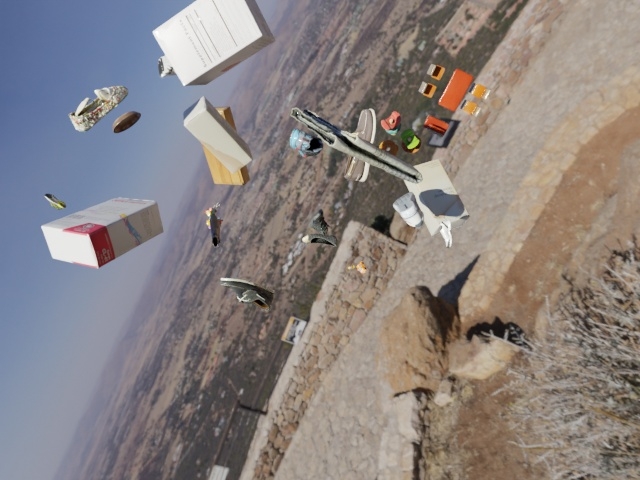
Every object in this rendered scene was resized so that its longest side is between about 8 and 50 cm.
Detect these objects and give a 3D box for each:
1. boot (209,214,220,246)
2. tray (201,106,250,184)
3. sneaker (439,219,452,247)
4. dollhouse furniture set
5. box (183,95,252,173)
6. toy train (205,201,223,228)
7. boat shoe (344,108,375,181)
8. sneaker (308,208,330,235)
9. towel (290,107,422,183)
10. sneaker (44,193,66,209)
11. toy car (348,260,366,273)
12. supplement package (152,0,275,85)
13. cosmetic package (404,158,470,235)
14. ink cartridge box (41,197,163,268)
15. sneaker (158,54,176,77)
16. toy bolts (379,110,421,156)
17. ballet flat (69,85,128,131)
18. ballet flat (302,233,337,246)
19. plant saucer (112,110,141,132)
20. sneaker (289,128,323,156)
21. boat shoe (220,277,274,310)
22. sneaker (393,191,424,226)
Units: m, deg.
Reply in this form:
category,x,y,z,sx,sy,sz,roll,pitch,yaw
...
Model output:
category,x,y,z,sx,sy,sz,roll,pitch,yaw
boot,-0.430,-0.035,1.643,0.087,0.041,0.119,-107,11,-54
tray,-0.529,-0.497,2.156,0.076,0.202,0.412,-57,-35,-48
sneaker,0.487,-0.024,1.569,0.040,0.043,0.109,-9,-87,-83
dollhouse furniture set,0.541,-0.580,1.698,0.135,0.261,0.259,-76,9,-64
box,-0.449,-0.461,1.781,0.121,0.311,0.148,-34,42,11
toy train,-0.609,-0.135,2.290,0.125,0.046,0.167,-53,-25,-48
boat shoe,0.176,-0.433,1.823,0.116,0.096,0.325,-131,47,-71
sneaker,0.008,-0.111,2.465,0.087,0.130,0.227,-52,-3,-24
towel,0.100,-0.282,1.147,0.056,0.323,0.312,-62,37,19
sneaker,-1.025,-0.145,1.546,0.035,0.083,0.031,-27,43,17
toy car,0.180,0.146,2.023,0.122,0.040,0.060,-33,66,56
supplement package,-0.319,-0.629,1.244,0.292,0.176,0.178,-24,17,16
cosmetic package,0.516,-0.195,1.812,0.113,0.160,0.310,95,154,-67
ink cartridge box,-0.747,-0.039,1.414,0.306,0.225,0.131,-44,-43,-57
sneaker,-0.720,-0.907,2.031,0.292,0.118,0.110,0,96,51
toy bolts,0.393,-0.529,2.111,0.218,0.229,0.158,-29,-13,13
ballet flat,-0.794,-0.490,1.445,0.091,0.077,0.241,24,68,28
ballet flat,0.000,0.000,1.919,0.058,0.172,0.049,112,157,-55
plant saucer,-1.011,-0.620,2.090,0.168,0.029,0.168,-36,11,8
sneaker,-0.040,-0.426,1.839,0.261,0.125,0.104,-7,-63,-67
boat shoe,-0.251,0.183,1.396,0.083,0.233,0.079,-3,66,39
sneaker,0.343,-0.114,1.560,0.094,0.091,0.258,-30,15,18
